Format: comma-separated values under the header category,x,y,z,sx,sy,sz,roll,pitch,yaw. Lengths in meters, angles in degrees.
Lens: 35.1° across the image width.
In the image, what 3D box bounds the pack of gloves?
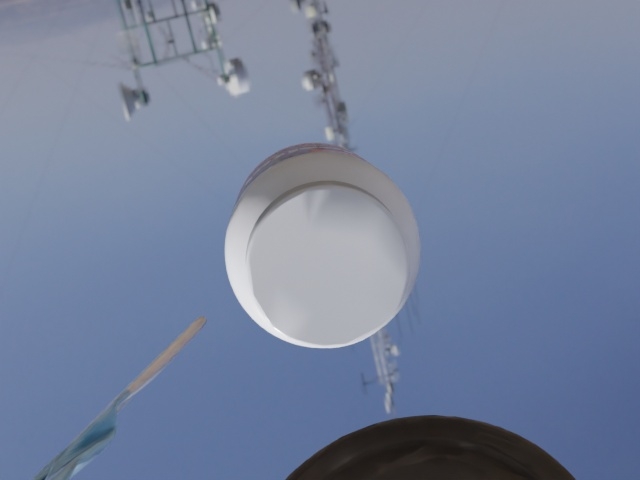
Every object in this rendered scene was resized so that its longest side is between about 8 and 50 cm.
category,x,y,z,sx,sy,sz,roll,pitch,yaw
pack of gloves,-0.147,0.152,0.515,0.195,0.046,0.232,-42,-177,22

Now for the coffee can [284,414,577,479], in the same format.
category,x,y,z,sx,sy,sz,roll,pitch,yaw
coffee can,0.081,0.265,0.616,0.201,0.275,0.202,-9,-133,9

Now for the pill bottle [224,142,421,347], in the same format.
category,x,y,z,sx,sy,sz,roll,pitch,yaw
pill bottle,0.000,0.000,0.465,0.086,0.086,0.152,-14,-171,-1
